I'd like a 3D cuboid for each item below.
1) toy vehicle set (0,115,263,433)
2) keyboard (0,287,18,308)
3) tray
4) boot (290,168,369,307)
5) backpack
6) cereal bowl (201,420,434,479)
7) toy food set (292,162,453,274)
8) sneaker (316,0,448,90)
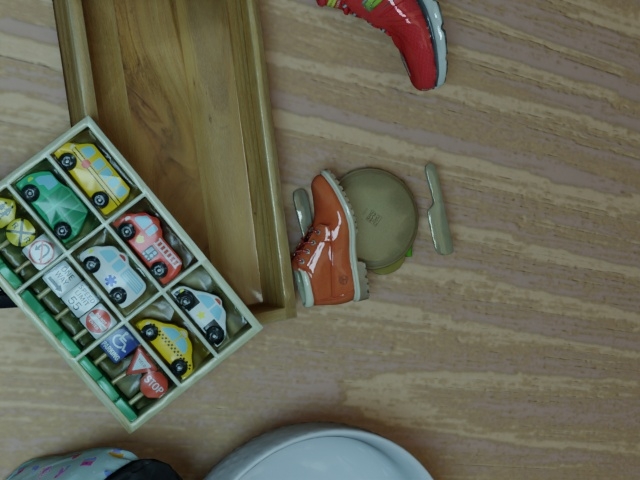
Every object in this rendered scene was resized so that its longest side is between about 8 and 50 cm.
[{"bbox_3d":[-0.204,0.034,0.909,0.166,0.035,0.266,-40,101,-6],"label":"toy vehicle set"},{"bbox_3d":[-0.358,0.020,0.906,0.192,0.038,0.100,-2,93,-29],"label":"keyboard"},{"bbox_3d":[-0.153,-0.103,0.993,0.203,0.076,0.410,-10,96,-28],"label":"tray"},{"bbox_3d":[0.000,0.000,1.068,0.085,0.059,0.157,-12,95,-11],"label":"boot"},{"bbox_3d":[-0.234,0.270,0.908,0.152,0.182,0.115,-36,109,-56],"label":"backpack"},{"bbox_3d":[-0.023,0.361,1.043,0.339,0.141,0.338,-1,92,-28],"label":"cereal bowl"},{"bbox_3d":[0.059,-0.022,1.136,0.192,0.038,0.132,-11,92,-17],"label":"toy food set"},{"bbox_3d":[0.055,-0.292,1.101,0.118,0.107,0.279,-30,103,-5],"label":"sneaker"}]
